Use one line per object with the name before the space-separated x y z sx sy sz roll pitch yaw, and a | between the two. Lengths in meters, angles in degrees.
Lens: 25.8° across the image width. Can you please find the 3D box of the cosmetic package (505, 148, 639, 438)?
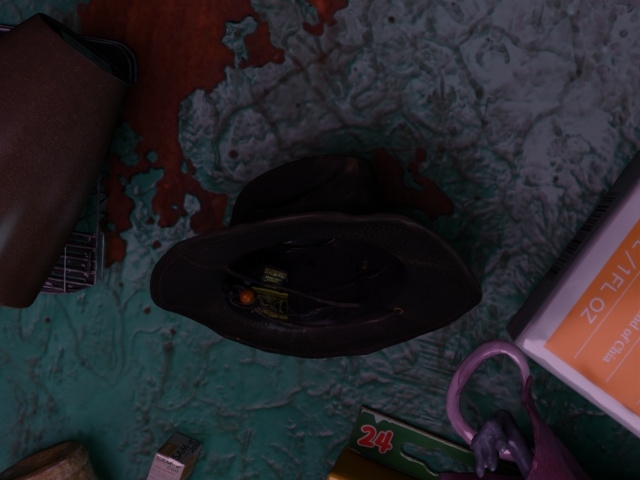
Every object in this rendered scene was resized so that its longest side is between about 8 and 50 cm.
cosmetic package | 0.416 0.133 1.255 0.453 0.161 0.230 36 94 2

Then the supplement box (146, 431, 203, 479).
supplement box | -0.167 0.266 1.515 0.036 0.062 0.098 23 109 8

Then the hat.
hat | 0.000 0.000 1.341 0.331 0.331 0.134 -2 63 15

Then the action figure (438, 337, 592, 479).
action figure | 0.284 0.294 1.361 0.370 0.275 0.248 14 131 -20

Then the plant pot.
plant pot | -0.290 -0.091 1.318 0.215 0.215 0.230 39 97 2

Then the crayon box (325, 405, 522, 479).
crayon box | 0.075 0.357 1.469 0.202 0.081 0.318 20 108 9

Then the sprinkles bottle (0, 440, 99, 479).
sprinkles bottle | -0.243 0.403 1.539 0.121 0.121 0.355 -21 98 18

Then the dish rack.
dish rack | -0.305 -0.081 1.457 0.208 0.074 0.271 9 108 13
